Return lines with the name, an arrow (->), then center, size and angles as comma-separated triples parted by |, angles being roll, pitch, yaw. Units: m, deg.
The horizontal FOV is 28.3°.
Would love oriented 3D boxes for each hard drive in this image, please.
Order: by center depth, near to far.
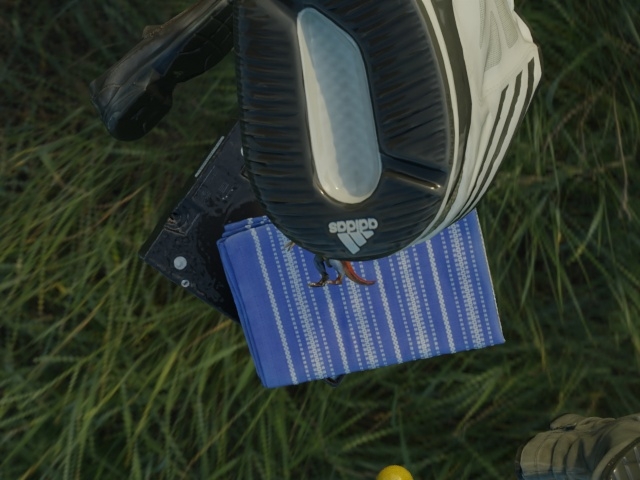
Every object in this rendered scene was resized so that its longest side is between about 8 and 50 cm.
hard drive -> -0.051, 0.019, 1.766 | 0.339, 0.064, 0.237 | 35, 86, -18

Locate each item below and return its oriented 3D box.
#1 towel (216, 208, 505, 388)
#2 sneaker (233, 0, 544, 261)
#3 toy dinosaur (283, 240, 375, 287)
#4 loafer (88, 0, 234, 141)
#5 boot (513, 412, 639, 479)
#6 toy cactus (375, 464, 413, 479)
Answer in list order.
towel -> 0.053, 0.062, 1.655 | 0.336, 0.040, 0.243 | -12, 110, 8
sneaker -> 0.037, -0.217, 0.818 | 0.169, 0.257, 0.448 | -2, 92, 21
toy dinosaur -> 0.000, 0.000, 1.129 | 0.047, 0.090, 0.082 | -11, 78, 52
loafer -> -0.127, -0.162, 1.060 | 0.170, 0.062, 0.061 | -42, 64, 2
boot -> 0.240, 0.203, 1.113 | 0.161, 0.246, 0.083 | -11, 92, 33
toy cactus -> 0.087, 0.209, 0.630 | 0.112, 0.219, 0.180 | -24, 102, -17
